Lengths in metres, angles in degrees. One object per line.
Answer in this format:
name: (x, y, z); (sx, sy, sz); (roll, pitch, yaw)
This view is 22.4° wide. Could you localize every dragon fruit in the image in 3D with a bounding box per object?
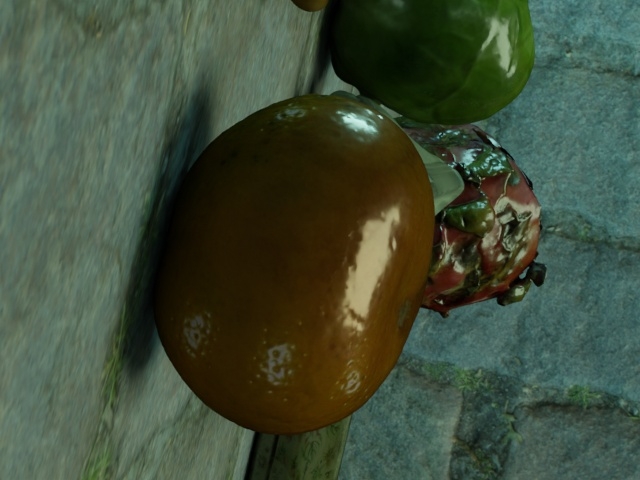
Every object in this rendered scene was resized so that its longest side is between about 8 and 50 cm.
dragon fruit: (0.122, -0.011, 2.311); (0.263, 0.314, 0.296); (-30, 126, -33)

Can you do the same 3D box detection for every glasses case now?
glasses case: (-0.023, 0.259, 2.124); (0.156, 0.098, 0.425); (-9, 115, -60)

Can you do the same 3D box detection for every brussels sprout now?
brussels sprout: (0.118, -0.226, 1.753); (0.244, 0.244, 0.244); (14, 90, -85)

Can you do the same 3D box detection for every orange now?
orange: (-0.020, 0.015, 1.113); (0.240, 0.171, 0.240); (-56, 158, -37)

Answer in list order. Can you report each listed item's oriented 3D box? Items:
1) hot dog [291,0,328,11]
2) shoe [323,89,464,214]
hot dog: (-0.005, -0.245, 1.229); (0.089, 0.060, 0.140); (-76, -176, -45)
shoe: (0.054, -0.080, 1.756); (0.132, 0.160, 0.363); (-41, 172, 8)
